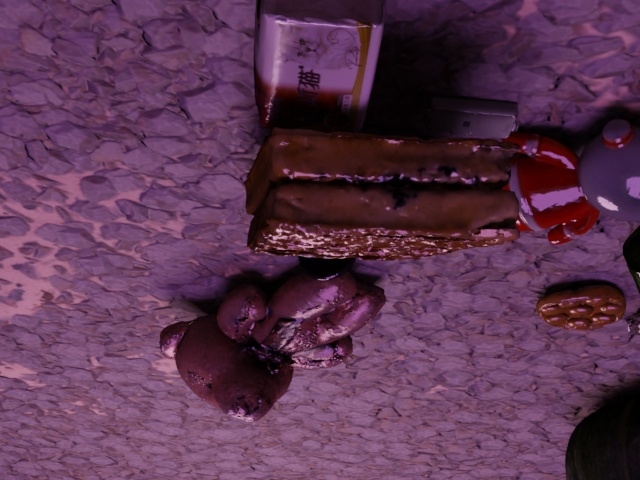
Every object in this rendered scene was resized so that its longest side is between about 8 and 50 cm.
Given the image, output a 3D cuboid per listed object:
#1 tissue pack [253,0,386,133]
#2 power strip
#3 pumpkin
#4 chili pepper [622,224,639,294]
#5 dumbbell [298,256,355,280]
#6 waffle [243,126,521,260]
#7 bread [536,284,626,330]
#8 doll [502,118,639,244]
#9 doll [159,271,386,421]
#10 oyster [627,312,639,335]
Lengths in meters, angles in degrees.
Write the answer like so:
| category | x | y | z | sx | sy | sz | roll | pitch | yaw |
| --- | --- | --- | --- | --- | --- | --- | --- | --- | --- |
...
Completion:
| category | x | y | z | sx | sy | sz | roll | pitch | yaw |
| --- | --- | --- | --- | --- | --- | --- | --- | --- | --- |
| tissue pack | -0.003 | -0.168 | 0.941 | 0.099 | 0.106 | 0.149 | 5 | 152 | -3 |
| power strip | 0.141 | -0.116 | 1.112 | 0.090 | 0.016 | 0.040 | 5 | 151 | -3 |
| pumpkin | 0.498 | 0.338 | 1.699 | 0.300 | 0.207 | 0.300 | 10 | 148 | 6 |
| chili pepper | 0.454 | 0.069 | 1.232 | 0.385 | 0.213 | 0.167 | 37 | 159 | -35 |
| dumbbell | 0.000 | 0.000 | 1.288 | 0.069 | 0.069 | 0.147 | -5 | 150 | 17 |
| waffle | 0.042 | -0.033 | 1.080 | 0.212 | 0.091 | 0.308 | 2 | 177 | -8 |
| bread | 0.317 | 0.081 | 1.441 | 0.110 | 0.024 | 0.110 | 3 | 153 | 2 |
| doll | 0.257 | -0.058 | 1.139 | 0.245 | 0.076 | 0.142 | -12 | 129 | 33 |
| doll | -0.054 | 0.139 | 1.469 | 0.201 | 0.156 | 0.303 | 31 | 137 | -30 |
| oyster | 0.518 | 0.118 | 1.451 | 0.252 | 0.087 | 0.199 | 23 | 148 | -8 |
